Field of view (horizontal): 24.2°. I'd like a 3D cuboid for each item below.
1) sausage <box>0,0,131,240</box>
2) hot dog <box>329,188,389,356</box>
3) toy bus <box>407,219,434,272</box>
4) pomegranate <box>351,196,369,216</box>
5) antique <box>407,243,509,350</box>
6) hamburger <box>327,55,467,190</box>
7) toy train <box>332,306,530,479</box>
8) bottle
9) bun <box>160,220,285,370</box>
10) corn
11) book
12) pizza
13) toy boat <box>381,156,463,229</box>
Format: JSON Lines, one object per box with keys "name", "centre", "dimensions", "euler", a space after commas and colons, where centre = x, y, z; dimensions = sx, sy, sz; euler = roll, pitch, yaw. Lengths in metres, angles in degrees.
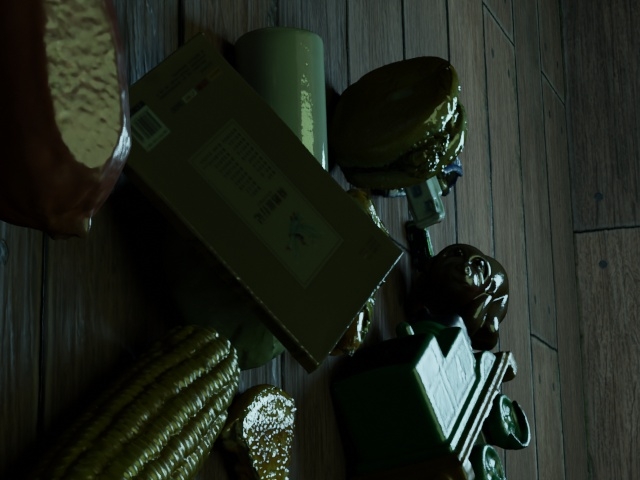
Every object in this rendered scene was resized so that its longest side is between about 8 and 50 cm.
{"name": "sausage", "centre": [-0.220, -0.125, 1.145], "dimensions": [0.148, 0.148, 0.254], "euler": [-5, 87, -70]}
{"name": "hot dog", "centre": [0.039, 0.044, 1.901], "dimensions": [0.109, 0.072, 0.269], "euler": [61, 28, -42]}
{"name": "toy bus", "centre": [0.156, 0.007, 2.290], "dimensions": [0.037, 0.031, 0.083], "euler": [-70, 148, -61]}
{"name": "pomegranate", "centre": [0.000, 0.000, 1.763], "dimensions": [0.161, 0.122, 0.122], "euler": [126, -39, -80]}
{"name": "antique", "centre": [0.224, 0.079, 2.281], "dimensions": [0.257, 0.121, 0.143], "euler": [33, 72, -65]}
{"name": "hamburger", "centre": [0.106, -0.142, 1.960], "dimensions": [0.215, 0.189, 0.122], "euler": [-88, 154, -55]}
{"name": "toy train", "centre": [0.143, 0.224, 2.006], "dimensions": [0.249, 0.178, 0.429], "euler": [67, 24, -13]}
{"name": "bottle", "centre": [-0.044, -0.110, 1.672], "dimensions": [0.104, 0.104, 0.245], "euler": [25, 61, -67]}
{"name": "bun", "centre": [-0.072, 0.025, 1.525], "dimensions": [0.212, 0.127, 0.203], "euler": [64, 30, -45]}
{"name": "corn", "centre": [-0.154, 0.177, 1.260], "dimensions": [0.363, 0.120, 0.120], "euler": [-52, 132, -63]}
{"name": "book", "centre": [-0.065, -0.043, 1.441], "dimensions": [0.310, 0.021, 0.217], "euler": [48, 39, -6]}
{"name": "pizza", "centre": [-0.060, 0.240, 1.623], "dimensions": [0.185, 0.036, 0.176], "euler": [-44, 127, -68]}
{"name": "toy boat", "centre": [0.152, -0.082, 2.174], "dimensions": [0.115, 0.114, 0.262], "euler": [69, 17, -3]}
